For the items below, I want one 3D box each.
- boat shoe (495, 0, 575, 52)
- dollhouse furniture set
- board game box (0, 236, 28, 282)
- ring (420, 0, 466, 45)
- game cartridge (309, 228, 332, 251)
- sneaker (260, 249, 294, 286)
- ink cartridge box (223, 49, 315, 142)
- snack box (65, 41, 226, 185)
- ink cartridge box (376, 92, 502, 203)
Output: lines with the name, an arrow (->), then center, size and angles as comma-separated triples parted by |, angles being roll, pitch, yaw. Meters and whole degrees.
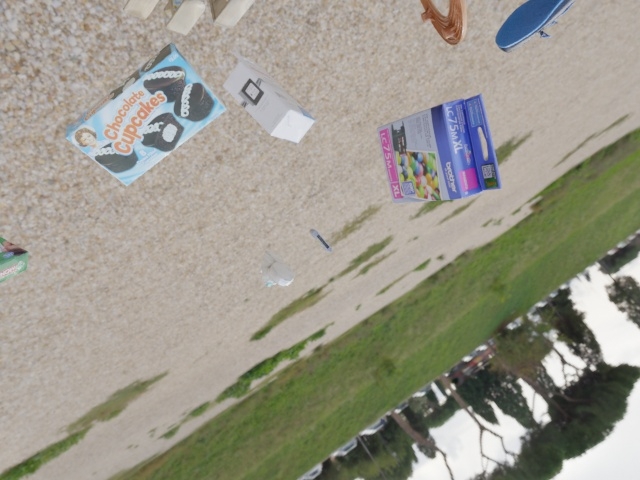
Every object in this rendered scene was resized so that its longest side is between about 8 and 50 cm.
boat shoe -> 0.561, -0.556, 1.193 | 0.258, 0.109, 0.089 | -36, 149, 25
dollhouse furniture set -> -0.380, -0.845, 1.459 | 0.394, 0.362, 0.256 | 5, 155, -44
board game box -> -0.669, 0.046, 0.748 | 0.046, 0.213, 0.317 | -67, 171, 28
ring -> 0.198, -0.539, 0.943 | 0.032, 0.336, 0.336 | -25, 168, 9
game cartridge -> 0.000, 0.000, 1.455 | 0.017, 0.083, 0.056 | -42, -164, -5
sneaker -> -0.143, 0.110, 1.504 | 0.094, 0.080, 0.212 | -62, -156, 9
ink cartridge box -> -0.106, -0.268, 0.908 | 0.060, 0.180, 0.104 | -49, 162, 19
snack box -> -0.410, -0.291, 1.150 | 0.322, 0.060, 0.187 | -35, 136, 7
ink cartridge box -> 0.230, -0.176, 1.005 | 0.065, 0.186, 0.311 | -17, -172, -23
